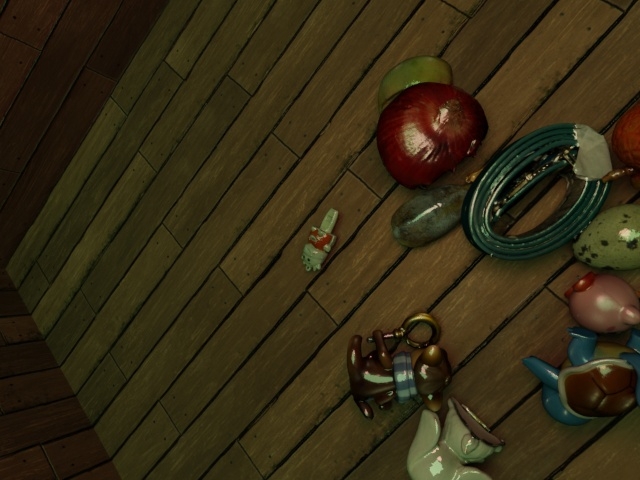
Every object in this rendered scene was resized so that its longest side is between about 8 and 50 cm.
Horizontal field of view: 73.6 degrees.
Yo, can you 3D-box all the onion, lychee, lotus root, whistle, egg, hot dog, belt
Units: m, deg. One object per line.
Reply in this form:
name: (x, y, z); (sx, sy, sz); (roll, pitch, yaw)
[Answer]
onion: (0.334, -0.333, 1.334); (0.342, 0.341, 0.340); (-2, 85, 26)
lychee: (0.840, -0.229, 1.028); (0.255, 0.255, 0.300); (46, 118, 22)
lotus root: (0.380, -0.097, 1.387); (0.322, 0.140, 0.158); (-32, 73, 18)
whistle: (0.002, 0.001, 1.584); (0.102, 0.106, 0.253); (27, 98, 9)
egg: (0.805, -0.003, 1.155); (0.228, 0.177, 0.176); (-25, 75, 38)
hot dog: (0.517, -0.212, 1.358); (0.133, 0.056, 0.041); (-28, 92, -17)
belt: (0.611, -0.131, 1.230); (0.300, 0.173, 0.436); (45, 102, 4)

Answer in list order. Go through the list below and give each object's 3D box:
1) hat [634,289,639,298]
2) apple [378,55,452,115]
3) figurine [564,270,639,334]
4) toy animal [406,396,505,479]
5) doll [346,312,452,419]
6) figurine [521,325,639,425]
hat: (0.926, 0.180, 1.114); (0.233, 0.244, 0.233); (-41, 33, -13)
apple: (0.313, -0.562, 1.475); (0.265, 0.120, 0.193); (-9, 70, 22)
figurine: (0.768, 0.174, 1.160); (0.173, 0.173, 0.173); (-2, 85, 26)
toy animal: (0.403, 0.647, 1.292); (0.249, 0.174, 0.289); (19, 93, 27)
doll: (0.247, 0.408, 1.374); (0.340, 0.209, 0.317); (-11, 87, 22)
figurine: (0.717, 0.339, 1.080); (0.298, 0.416, 0.242); (-4, 68, -10)
